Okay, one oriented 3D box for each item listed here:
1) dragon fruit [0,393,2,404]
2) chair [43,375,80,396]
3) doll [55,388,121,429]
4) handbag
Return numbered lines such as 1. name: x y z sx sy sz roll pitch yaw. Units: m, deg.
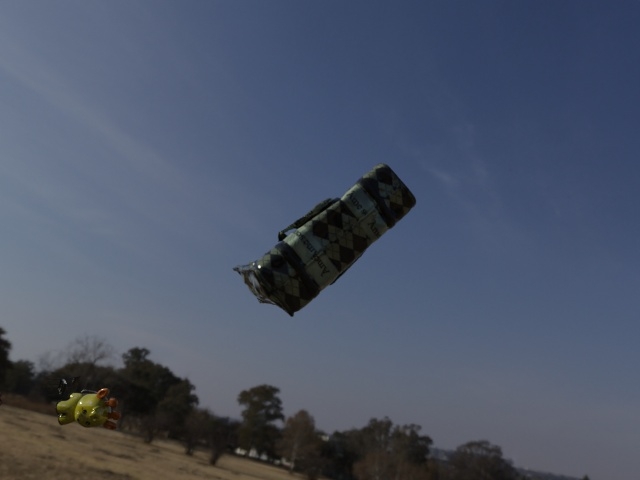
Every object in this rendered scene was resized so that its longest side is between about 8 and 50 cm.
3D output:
1. dragon fruit: -0.765 0.334 1.160 0.094 0.094 0.190 9 -26 12
2. chair: -0.621 0.353 1.319 0.086 0.037 0.042 12 11 -47
3. doll: -0.759 0.562 1.805 0.220 0.143 0.135 -8 6 18
4. handbag: 0.000 0.000 1.358 0.180 0.416 0.316 53 -16 -9
